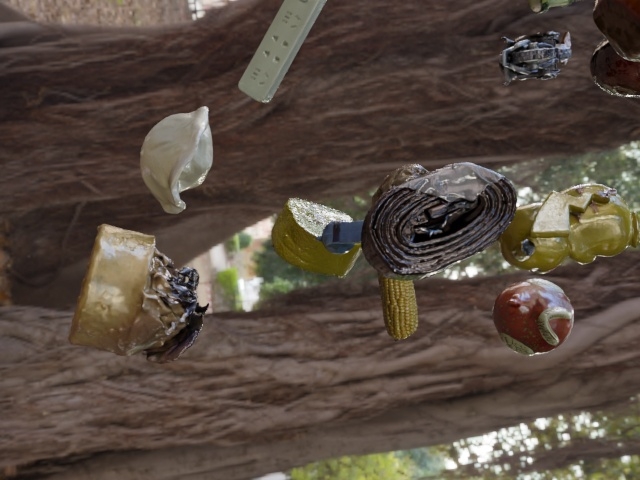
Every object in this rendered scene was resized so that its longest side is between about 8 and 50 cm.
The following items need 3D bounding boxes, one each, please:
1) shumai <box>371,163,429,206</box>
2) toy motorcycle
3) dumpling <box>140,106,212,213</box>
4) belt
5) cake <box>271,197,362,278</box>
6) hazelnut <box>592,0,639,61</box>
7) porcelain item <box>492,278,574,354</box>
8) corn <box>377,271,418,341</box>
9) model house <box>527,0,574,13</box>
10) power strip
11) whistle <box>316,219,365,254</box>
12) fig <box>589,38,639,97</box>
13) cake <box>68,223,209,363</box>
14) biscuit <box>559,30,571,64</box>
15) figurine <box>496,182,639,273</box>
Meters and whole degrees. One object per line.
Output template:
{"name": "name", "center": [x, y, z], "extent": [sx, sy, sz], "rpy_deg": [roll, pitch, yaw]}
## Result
{"name": "shumai", "center": [0.228, -0.087, 2.032], "extent": [0.218, 0.184, 0.185], "rpy_deg": [-36, -163, 41]}
{"name": "toy motorcycle", "center": [0.447, -0.396, 1.563], "extent": [0.270, 0.159, 0.106], "rpy_deg": [-22, 109, -58]}
{"name": "dumpling", "center": [-0.383, -0.241, 1.940], "extent": [0.243, 0.187, 0.318], "rpy_deg": [162, -57, -70]}
{"name": "belt", "center": [0.215, -0.034, 1.348], "extent": [0.164, 0.289, 0.184], "rpy_deg": [104, -36, -80]}
{"name": "cake", "center": [0.000, 0.000, 1.979], "extent": [0.156, 0.260, 0.179], "rpy_deg": [-58, -147, 30]}
{"name": "hazelnut", "center": [0.605, -0.421, 1.293], "extent": [0.210, 0.210, 0.186], "rpy_deg": [-104, 173, -51]}
{"name": "porcelain item", "center": [0.638, 0.225, 2.203], "extent": [0.253, 0.253, 0.253], "rpy_deg": [174, -90, -84]}
{"name": "corn", "center": [0.211, 0.135, 1.978], "extent": [0.101, 0.101, 0.310], "rpy_deg": [-127, -150, -78]}
{"name": "model house", "center": [0.672, -0.736, 1.976], "extent": [0.195, 0.189, 0.214], "rpy_deg": [-53, 137, -80]}
{"name": "power strip", "center": [-0.090, -0.549, 1.914], "extent": [0.385, 0.091, 0.062], "rpy_deg": [-58, 173, 15]}
{"name": "whistle", "center": [0.060, -0.009, 1.693], "extent": [0.090, 0.158, 0.090], "rpy_deg": [15, 73, -61]}
{"name": "fig", "center": [0.822, -0.463, 1.879], "extent": [0.235, 0.235, 0.214], "rpy_deg": [-107, -179, -60]}
{"name": "cake", "center": [-0.448, 0.144, 1.835], "extent": [0.332, 0.321, 0.332], "rpy_deg": [-163, -90, -73]}
{"name": "biscuit", "center": [0.674, -0.531, 1.992], "extent": [0.016, 0.082, 0.092], "rpy_deg": [15, -54, 35]}
{"name": "figurine", "center": [0.499, -0.020, 1.516], "extent": [0.218, 0.327, 0.169], "rpy_deg": [-117, -171, -66]}
